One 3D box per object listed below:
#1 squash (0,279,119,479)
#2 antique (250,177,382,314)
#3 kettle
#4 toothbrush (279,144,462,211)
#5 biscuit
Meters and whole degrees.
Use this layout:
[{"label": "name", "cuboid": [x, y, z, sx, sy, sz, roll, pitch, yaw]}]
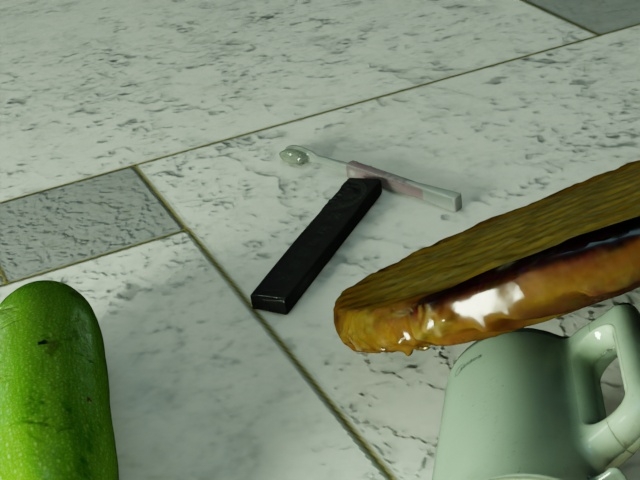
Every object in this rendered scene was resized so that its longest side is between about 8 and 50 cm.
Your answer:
[{"label": "squash", "cuboid": [-0.165, 0.102, 0.776, 0.082, 0.082, 0.292, -11, 29, -8]}, {"label": "antique", "cuboid": [0.000, 0.000, 0.995, 0.031, 0.015, 0.192, 6, 31, 23]}, {"label": "kettle", "cuboid": [0.109, 0.108, 0.667, 0.098, 0.127, 0.148, 14, 28, 2]}, {"label": "toothbrush", "cuboid": [0.038, -0.054, 1.086, 0.194, 0.014, 0.017, 18, 37, 38]}, {"label": "biscuit", "cuboid": [0.156, -0.001, 0.805, 0.318, 0.040, 0.318, -22, 5, 2]}]
